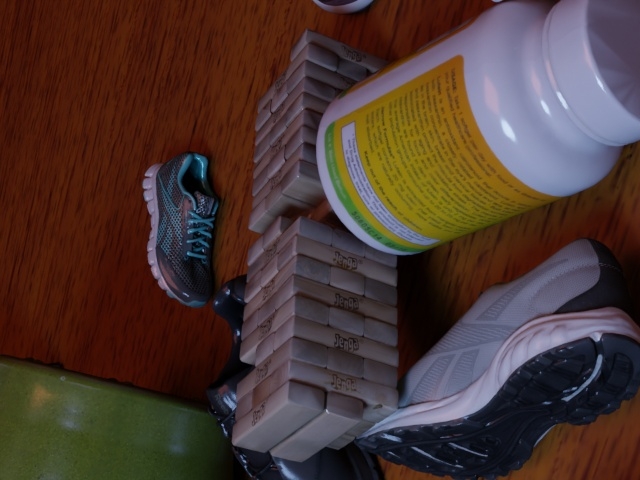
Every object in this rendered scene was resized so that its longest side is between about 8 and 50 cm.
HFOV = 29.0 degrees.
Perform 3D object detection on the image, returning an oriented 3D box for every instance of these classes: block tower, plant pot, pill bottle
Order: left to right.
[{"bbox_3d":[-0.228,0.297,1.120,0.366,0.366,0.353,2,75,52],"label":"plant pot"},{"bbox_3d":[0.000,0.000,0.958,0.097,0.091,0.336,-42,36,48],"label":"block tower"},{"bbox_3d":[0.121,-0.084,0.847,0.245,0.136,0.136,-23,68,49],"label":"pill bottle"}]

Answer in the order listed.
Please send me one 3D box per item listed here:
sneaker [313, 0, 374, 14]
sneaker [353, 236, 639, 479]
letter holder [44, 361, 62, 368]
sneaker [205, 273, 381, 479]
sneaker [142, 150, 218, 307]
[{"bbox_3d":[0.030,-0.288,0.967,0.281,0.162,0.106,-47,52,39],"label":"sneaker"},{"bbox_3d":[0.123,0.093,0.874,0.271,0.100,0.108,-39,35,44],"label":"sneaker"},{"bbox_3d":[-0.437,0.295,1.515,0.302,0.152,0.214,-30,64,46],"label":"letter holder"},{"bbox_3d":[-0.032,0.159,1.023,0.109,0.130,0.286,-29,65,45],"label":"sneaker"},{"bbox_3d":[-0.132,-0.016,1.230,0.076,0.065,0.167,-34,61,41],"label":"sneaker"}]
